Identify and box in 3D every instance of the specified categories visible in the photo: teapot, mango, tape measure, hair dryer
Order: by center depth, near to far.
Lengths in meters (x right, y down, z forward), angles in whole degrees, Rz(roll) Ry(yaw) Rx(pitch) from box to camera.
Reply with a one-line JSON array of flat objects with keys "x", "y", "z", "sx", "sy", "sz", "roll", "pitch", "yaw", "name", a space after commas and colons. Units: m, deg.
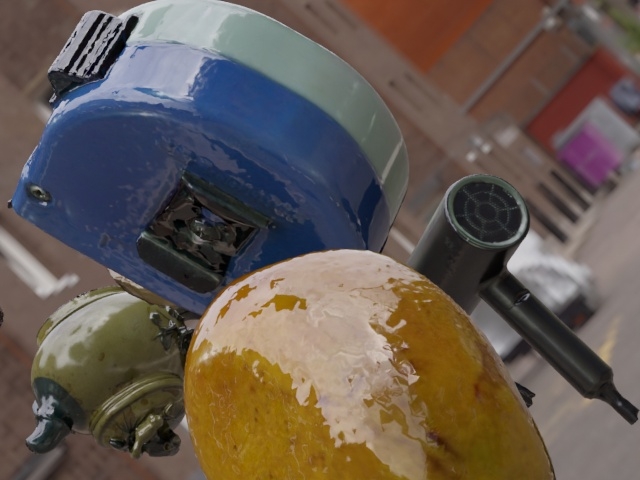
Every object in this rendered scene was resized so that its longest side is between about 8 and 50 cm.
[{"x": 0.017, "y": 0.066, "z": 0.614, "sx": 0.089, "sy": 0.165, "sz": 0.115, "roll": 5, "pitch": -75, "yaw": -42, "name": "mango"}, {"x": 0.000, "y": 0.000, "z": 0.996, "sx": 0.098, "sy": 0.351, "sz": 0.215, "roll": -67, "pitch": 8, "yaw": -32, "name": "tape measure"}, {"x": 0.176, "y": 0.083, "z": 1.542, "sx": 0.078, "sy": 0.248, "sz": 0.195, "roll": -36, "pitch": -16, "yaw": -31, "name": "hair dryer"}, {"x": -0.195, "y": 0.148, "z": 1.850, "sx": 0.269, "sy": 0.182, "sz": 0.173, "roll": -21, "pitch": -28, "yaw": -25, "name": "teapot"}]

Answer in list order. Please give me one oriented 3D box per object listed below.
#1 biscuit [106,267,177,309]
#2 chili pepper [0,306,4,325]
[{"x": -0.092, "y": -0.049, "z": 1.610, "sx": 0.259, "sy": 0.259, "sz": 0.079, "roll": -45, "pitch": -45, "yaw": -20, "name": "biscuit"}, {"x": -0.311, "y": 0.071, "z": 1.572, "sx": 0.050, "sy": 0.041, "sz": 0.153, "roll": -51, "pitch": 0, "yaw": -9, "name": "chili pepper"}]
